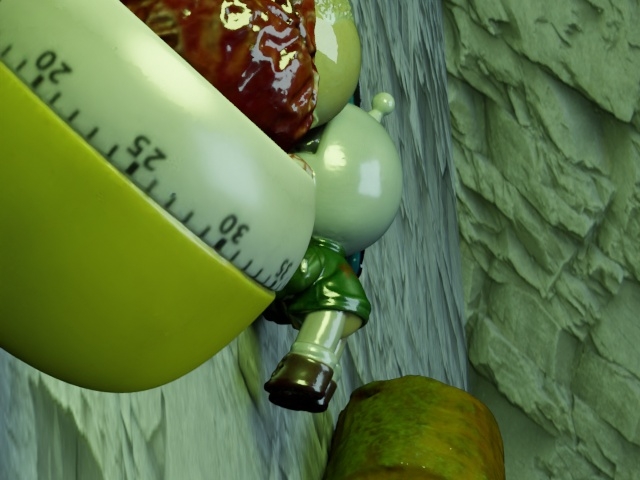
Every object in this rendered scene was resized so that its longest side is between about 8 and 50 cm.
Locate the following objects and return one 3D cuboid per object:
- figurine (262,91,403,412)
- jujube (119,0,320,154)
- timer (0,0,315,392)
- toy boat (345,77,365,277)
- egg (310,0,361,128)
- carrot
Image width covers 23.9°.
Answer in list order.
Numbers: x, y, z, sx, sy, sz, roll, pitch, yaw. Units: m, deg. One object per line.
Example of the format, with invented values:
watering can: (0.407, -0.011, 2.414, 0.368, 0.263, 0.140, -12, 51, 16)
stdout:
figurine: (0.000, 0.000, 1.676, 0.281, 0.167, 0.370, 73, 23, -68)
jujube: (-0.098, -0.170, 1.260, 0.213, 0.213, 0.232, 57, 26, -64)
timer: (-0.166, -0.005, 0.895, 0.285, 0.285, 0.285, -5, 90, -77)
toy boat: (-0.005, -0.089, 1.864, 0.134, 0.092, 0.299, -141, -133, -66)
egg: (-0.042, -0.202, 1.569, 0.201, 0.164, 0.164, 57, 29, -38)
carrot: (0.116, 0.330, 1.893, 0.341, 0.241, 0.241, -80, 161, -56)
